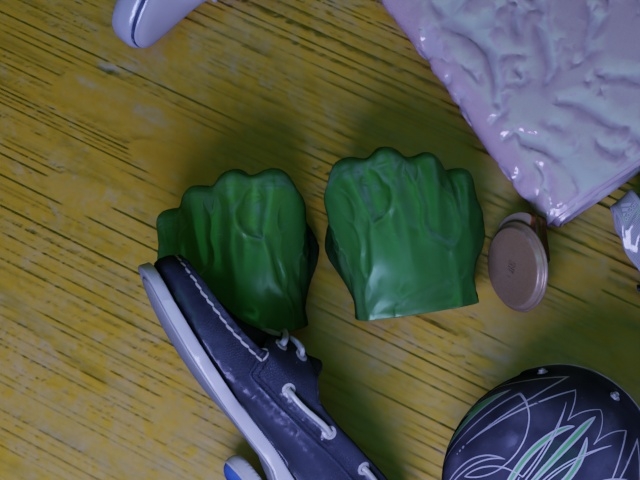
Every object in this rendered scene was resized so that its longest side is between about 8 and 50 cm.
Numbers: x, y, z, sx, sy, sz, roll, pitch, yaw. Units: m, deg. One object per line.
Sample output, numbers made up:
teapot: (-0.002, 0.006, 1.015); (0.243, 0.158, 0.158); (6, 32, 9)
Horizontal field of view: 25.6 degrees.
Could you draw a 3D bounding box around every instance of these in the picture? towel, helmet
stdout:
towel: (0.234, -0.227, 1.243); (0.317, 0.053, 0.332); (-34, 76, -2)
helmet: (0.176, 0.181, 1.101); (0.169, 0.161, 0.169); (-1, 77, 6)

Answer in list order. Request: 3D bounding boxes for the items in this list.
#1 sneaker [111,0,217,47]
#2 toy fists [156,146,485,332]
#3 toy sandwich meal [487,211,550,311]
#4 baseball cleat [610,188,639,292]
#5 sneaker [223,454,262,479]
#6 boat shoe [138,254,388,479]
sneaker: (-0.077, -0.261, 1.266); (0.091, 0.094, 0.258); (42, 84, 18)
toy fists: (0.000, 0.000, 1.199); (0.279, 0.096, 0.142); (-8, 92, 5)
toy sandwich meal: (0.173, 0.019, 1.192); (0.029, 0.085, 0.086); (-6, 74, -31)
baseball cleat: (0.298, -0.052, 1.158); (0.109, 0.072, 0.206); (5, 98, 3)
sneaker: (-0.061, 0.260, 1.166); (0.084, 0.058, 0.152); (-29, 82, -9)
boat shoe: (-0.036, 0.124, 1.132); (0.091, 0.114, 0.302); (-34, 111, -7)
